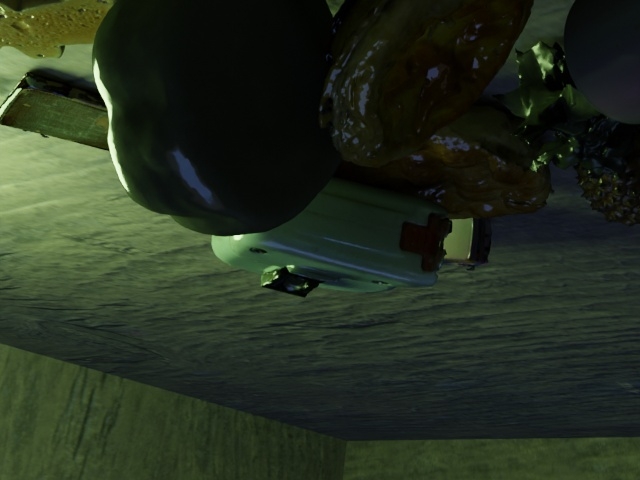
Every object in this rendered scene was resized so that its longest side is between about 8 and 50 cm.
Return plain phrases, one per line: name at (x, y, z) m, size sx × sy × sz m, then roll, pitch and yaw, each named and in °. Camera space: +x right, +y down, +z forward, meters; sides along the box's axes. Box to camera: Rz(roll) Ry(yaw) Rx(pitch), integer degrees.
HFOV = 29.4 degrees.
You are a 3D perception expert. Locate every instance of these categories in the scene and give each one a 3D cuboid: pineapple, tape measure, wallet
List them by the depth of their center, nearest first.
pineapple at (0.294, -0.107, 1.287) m, size 0.130 × 0.119 × 0.277 m, roll 17°, pitch 171°, yaw 42°
tape measure at (0.000, 0.000, 1.473) m, size 0.243 × 0.125 × 0.246 m, roll 15°, pitch 166°, yaw -15°
wallet at (-0.276, -0.149, 1.516) m, size 0.232 × 0.031 × 0.122 m, roll 14°, pitch 157°, yaw -28°

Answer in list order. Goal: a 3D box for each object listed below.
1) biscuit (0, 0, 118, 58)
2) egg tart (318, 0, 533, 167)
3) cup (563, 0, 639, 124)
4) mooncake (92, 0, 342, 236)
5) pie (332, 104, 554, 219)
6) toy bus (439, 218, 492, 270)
biscuit at (-0.294, -0.225, 1.238) m, size 0.234 × 0.030 × 0.153 m, roll -6°, pitch 162°, yaw 17°
egg tart at (0.084, -0.173, 1.091) m, size 0.106 × 0.241 × 0.241 m, roll 47°, pitch 178°, yaw 24°
cup at (0.324, -0.183, 0.940) m, size 0.203 × 0.203 × 0.288 m, roll 14°, pitch 168°, yaw -21°
mooncake at (-0.089, -0.135, 1.107) m, size 0.135 × 0.275 × 0.275 m, roll -1°, pitch 161°, yaw 34°
pie at (0.106, -0.095, 1.461) m, size 0.339 × 0.083 × 0.339 m, roll 8°, pitch 165°, yaw 2°
toy bus at (0.100, -0.001, 1.740) m, size 0.274 × 0.090 × 0.112 m, roll 0°, pitch 170°, yaw 26°
